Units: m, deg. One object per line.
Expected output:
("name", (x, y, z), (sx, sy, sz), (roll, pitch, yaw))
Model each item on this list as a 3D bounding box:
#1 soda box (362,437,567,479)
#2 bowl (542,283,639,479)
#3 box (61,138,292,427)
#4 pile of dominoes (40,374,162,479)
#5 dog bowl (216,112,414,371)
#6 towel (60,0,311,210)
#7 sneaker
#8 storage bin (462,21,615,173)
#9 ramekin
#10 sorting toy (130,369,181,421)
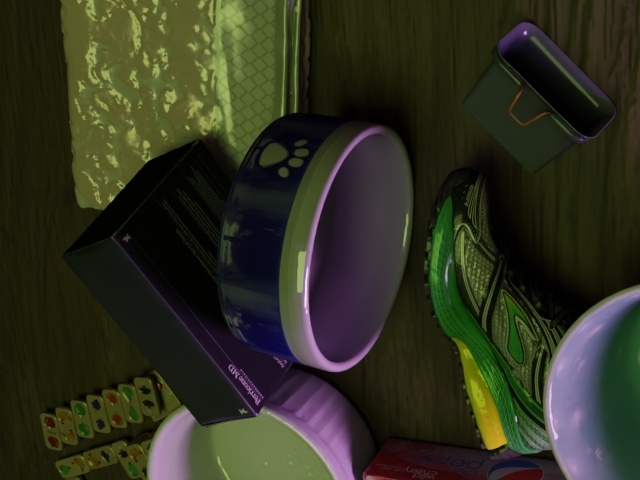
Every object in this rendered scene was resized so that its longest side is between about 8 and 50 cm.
("soda box", (0.185, 0.299, 1.624), (0.263, 0.092, 0.083), (4, 115, 25))
("bowl", (0.394, 0.152, 1.408), (0.311, 0.163, 0.311), (10, 116, 23))
("box", (-0.134, 0.050, 1.573), (0.103, 0.184, 0.261), (-19, 115, 41))
("pile of dominoes", (-0.275, 0.296, 1.886), (0.251, 0.040, 0.196), (-21, 103, 35))
("dog bowl", (0.000, 0.000, 1.484), (0.104, 0.265, 0.265), (12, 116, 25))
("towel", (-0.161, -0.170, 1.622), (0.317, 0.053, 0.332), (11, 116, 23))
("sneaker", (0.209, 0.072, 1.506), (0.146, 0.134, 0.343), (-12, 114, 24))
("storage bin", (0.212, -0.134, 1.424), (0.135, 0.098, 0.091), (45, 135, 3))
("ramekin", (-0.062, 0.286, 1.722), (0.277, 0.135, 0.277), (11, 117, 22))
("sorting toy", (-0.208, 0.199, 1.832), (0.083, 0.012, 0.062), (-30, 96, 34))
